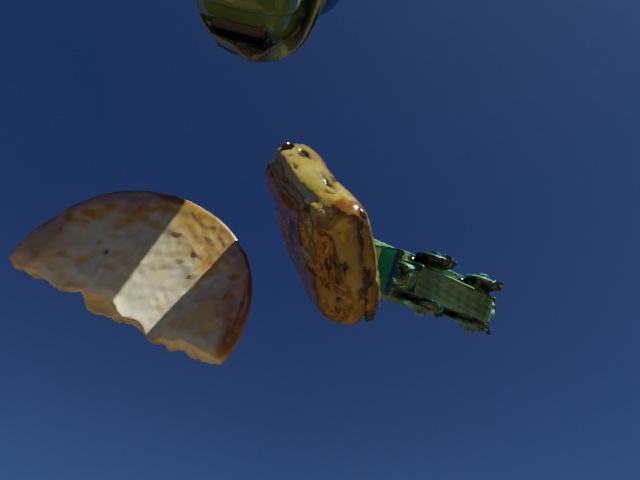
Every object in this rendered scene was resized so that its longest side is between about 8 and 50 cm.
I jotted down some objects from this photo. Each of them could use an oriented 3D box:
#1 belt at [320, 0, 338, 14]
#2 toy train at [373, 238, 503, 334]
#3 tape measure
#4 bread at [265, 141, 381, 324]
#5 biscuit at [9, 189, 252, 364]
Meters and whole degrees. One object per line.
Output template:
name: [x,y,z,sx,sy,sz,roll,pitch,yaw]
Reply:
belt: [-0.087,-0.483,0.634,0.437,0.300,0.173,-13,-16,-41]
toy train: [0.216,0.093,0.915,0.301,0.202,0.120,22,-95,-37]
tape measure: [-0.034,-0.228,0.326,0.106,0.175,0.200,15,-43,-5]
bread: [0.000,0.000,0.650,0.099,0.210,0.235,-25,-44,-8]
biscuit: [-0.225,0.028,0.631,0.309,0.204,0.040,25,-33,3]
